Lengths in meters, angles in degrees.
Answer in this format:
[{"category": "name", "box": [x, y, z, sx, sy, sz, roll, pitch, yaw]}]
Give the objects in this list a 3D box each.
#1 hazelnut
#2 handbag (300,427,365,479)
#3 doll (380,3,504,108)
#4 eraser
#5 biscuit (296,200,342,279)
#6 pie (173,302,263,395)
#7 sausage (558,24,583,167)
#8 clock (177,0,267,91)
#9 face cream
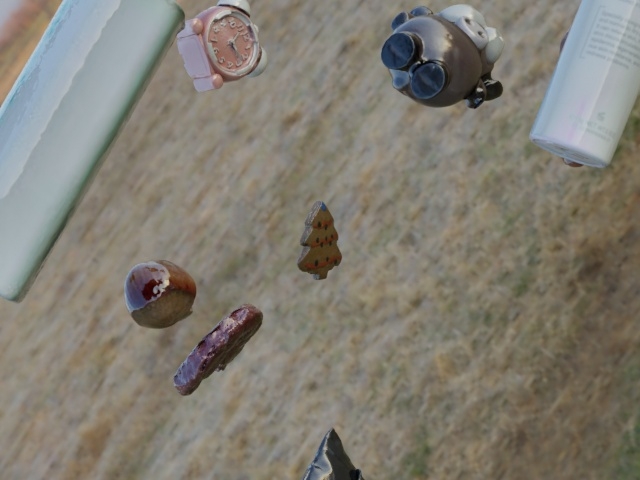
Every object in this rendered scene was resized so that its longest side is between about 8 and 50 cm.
[{"category": "hazelnut", "box": [-0.177, 0.057, 1.312, 0.086, 0.086, 0.086, -48, 17, 20]}, {"category": "handbag", "box": [0.031, 0.411, 1.633, 0.088, 0.254, 0.211, -6, 39, 36]}, {"category": "doll", "box": [0.166, -0.255, 1.642, 0.117, 0.182, 0.257, -46, -8, 32]}, {"category": "eraser", "box": [-0.232, -0.094, 1.039, 0.290, 0.104, 0.189, -61, 23, -7]}, {"category": "biscuit", "box": [0.000, 0.000, 1.957, 0.019, 0.130, 0.119, 3, 9, 34]}, {"category": "pie", "box": [-0.191, 0.202, 2.253, 0.204, 0.054, 0.218, -50, -8, 18]}, {"category": "sausage", "box": [0.321, -0.186, 1.510, 0.043, 0.043, 0.186, -151, 61, -74]}, {"category": "clock", "box": [-0.188, -0.378, 2.293, 0.162, 0.166, 0.092, -30, 19, -33]}, {"category": "face cream", "box": [0.340, -0.257, 1.337, 0.346, 0.102, 0.102, -67, 17, -1]}]
